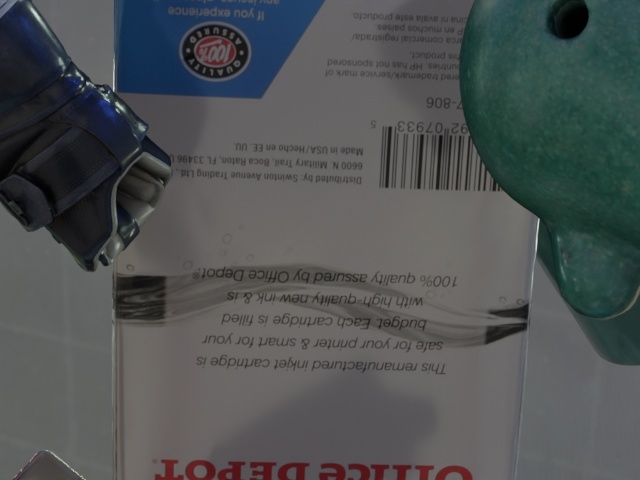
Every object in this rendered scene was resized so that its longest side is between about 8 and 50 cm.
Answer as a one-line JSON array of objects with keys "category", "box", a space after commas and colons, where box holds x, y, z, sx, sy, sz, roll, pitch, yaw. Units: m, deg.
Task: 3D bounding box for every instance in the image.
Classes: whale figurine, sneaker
[{"category": "whale figurine", "box": [0.172, -0.052, 0.548, 0.216, 0.141, 0.272, -51, -125, 17]}, {"category": "sneaker", "box": [-0.182, -0.046, 0.696, 0.163, 0.086, 0.226, 45, -32, -21]}]

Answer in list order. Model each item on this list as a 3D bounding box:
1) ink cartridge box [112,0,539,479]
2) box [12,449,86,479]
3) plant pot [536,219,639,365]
[{"category": "ink cartridge box", "box": [0.000, 0.000, 0.899, 0.285, 0.166, 0.395, 2, -77, -3]}, {"category": "box", "box": [-0.210, 0.280, 1.026, 0.148, 0.127, 0.232, 39, -20, 5]}, {"category": "plant pot", "box": [0.294, -0.072, 1.111, 0.293, 0.293, 0.235, -34, -77, 31]}]
